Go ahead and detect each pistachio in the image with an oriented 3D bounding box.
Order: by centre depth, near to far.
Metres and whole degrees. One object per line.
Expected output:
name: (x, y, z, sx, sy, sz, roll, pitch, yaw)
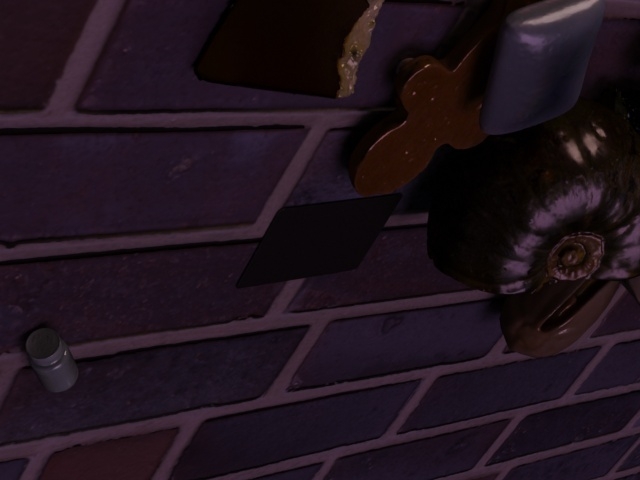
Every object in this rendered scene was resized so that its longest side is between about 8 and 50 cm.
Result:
pistachio: (0.372, 0.089, 2.352, 0.223, 0.126, 0.152, -42, -175, -1)

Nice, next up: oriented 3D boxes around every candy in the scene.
candy: (0.250, -0.203, 1.738, 0.138, 0.071, 0.174, -21, 144, -22)

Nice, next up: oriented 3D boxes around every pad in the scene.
pad: (0.000, 0.000, 1.924, 0.211, 0.003, 0.143, -8, 140, -43)

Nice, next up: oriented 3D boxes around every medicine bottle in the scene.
medicine bottle: (-0.307, 0.136, 1.734, 0.047, 0.047, 0.083, -30, 150, -13)

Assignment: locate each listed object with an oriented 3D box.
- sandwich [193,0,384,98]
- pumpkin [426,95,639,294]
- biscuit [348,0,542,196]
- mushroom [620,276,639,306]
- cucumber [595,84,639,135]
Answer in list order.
sandwich: (-0.022, -0.185, 1.464, 0.058, 0.162, 0.193, -3, 137, -51)
pumpkin: (0.298, -0.081, 1.956, 0.325, 0.242, 0.232, -7, 119, -23)
biscuit: (0.158, -0.182, 1.788, 0.339, 0.047, 0.216, -45, 147, 15)
mushroom: (0.523, 0.017, 2.431, 0.108, 0.096, 0.247, -59, 161, -25)
cucumber: (0.488, -0.185, 2.126, 0.303, 0.072, 0.081, -8, 140, -43)
